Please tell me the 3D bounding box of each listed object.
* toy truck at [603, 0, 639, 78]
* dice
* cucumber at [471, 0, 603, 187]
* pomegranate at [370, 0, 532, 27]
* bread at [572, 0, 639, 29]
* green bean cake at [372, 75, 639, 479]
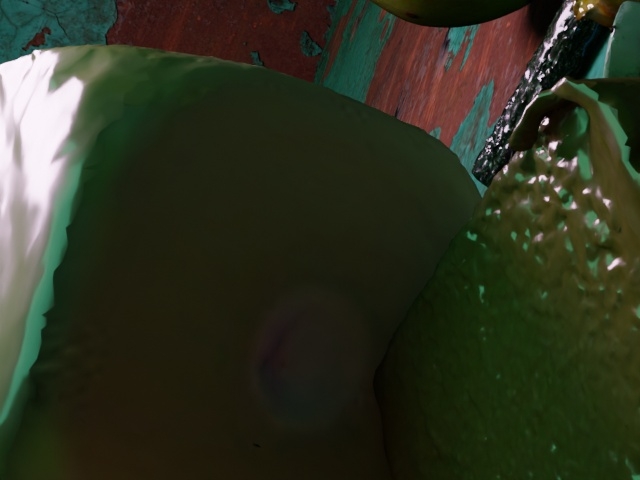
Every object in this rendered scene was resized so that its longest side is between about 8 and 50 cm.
[{"bbox_3d":[0.199,-0.041,0.739,0.135,0.128,0.259,59,-133,-67],"label":"toy truck"},{"bbox_3d":[-0.073,0.053,0.736,0.250,0.254,0.252,-4,71,53],"label":"dice"},{"bbox_3d":[0.198,-0.148,1.217,0.044,0.043,0.256,-92,25,-59],"label":"cucumber"},{"bbox_3d":[0.174,-0.342,1.395,0.358,0.216,0.309,-31,24,22],"label":"pomegranate"},{"bbox_3d":[0.239,-0.231,0.963,0.181,0.096,0.222,119,167,-45],"label":"bread"},{"bbox_3d":[0.136,0.083,0.550,0.236,0.124,0.233,-60,44,46],"label":"green bean cake"}]
